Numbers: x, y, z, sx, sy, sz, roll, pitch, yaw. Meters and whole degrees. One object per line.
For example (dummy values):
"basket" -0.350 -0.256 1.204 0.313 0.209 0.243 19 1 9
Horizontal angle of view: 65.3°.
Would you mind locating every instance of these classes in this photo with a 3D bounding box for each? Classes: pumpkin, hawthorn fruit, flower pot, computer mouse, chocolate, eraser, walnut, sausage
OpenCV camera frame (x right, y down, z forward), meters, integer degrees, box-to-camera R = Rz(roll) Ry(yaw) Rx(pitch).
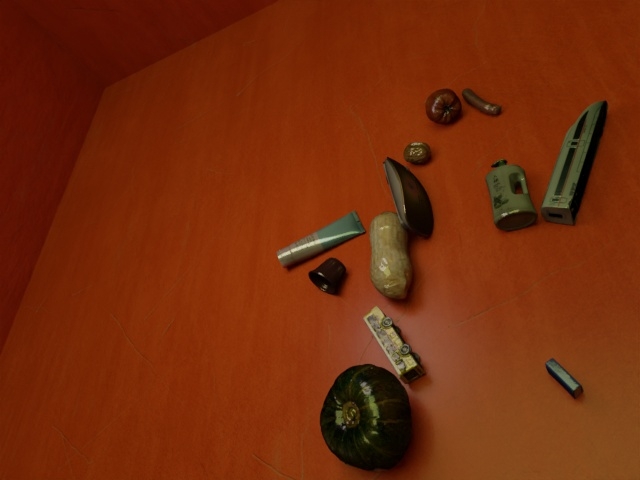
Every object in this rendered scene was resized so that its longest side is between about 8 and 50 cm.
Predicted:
"pumpkin" 0.127 0.445 1.267 0.260 0.189 0.260 -20 62 43
"hawthorn fruit" 0.428 -0.469 1.767 0.125 0.125 0.140 -59 16 -16
"flower pot" 0.030 0.106 1.617 0.111 0.111 0.089 18 58 39
"computer mouse" 0.284 -0.151 1.605 0.072 0.158 0.310 -37 44 30
"chocolate" 0.209 0.042 1.526 0.134 0.134 0.309 -18 51 20
"eraser" 0.563 0.319 1.156 0.027 0.063 0.085 -39 47 1
"walnut" 0.336 -0.301 1.727 0.096 0.083 0.079 0 31 34
"sausage" 0.556 -0.482 1.742 0.047 0.040 0.177 -34 47 -2

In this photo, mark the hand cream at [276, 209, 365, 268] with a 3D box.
"hand cream" 0.000 0.000 1.743 0.312 0.070 0.111 -24 47 5

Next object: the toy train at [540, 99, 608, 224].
"toy train" 0.732 -0.237 1.434 0.088 0.086 0.407 9 63 42

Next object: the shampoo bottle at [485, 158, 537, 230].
"shampoo bottle" 0.554 -0.149 1.476 0.118 0.087 0.234 -17 51 25

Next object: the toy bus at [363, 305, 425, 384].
"toy bus" 0.203 0.284 1.391 0.074 0.081 0.226 -36 47 3
